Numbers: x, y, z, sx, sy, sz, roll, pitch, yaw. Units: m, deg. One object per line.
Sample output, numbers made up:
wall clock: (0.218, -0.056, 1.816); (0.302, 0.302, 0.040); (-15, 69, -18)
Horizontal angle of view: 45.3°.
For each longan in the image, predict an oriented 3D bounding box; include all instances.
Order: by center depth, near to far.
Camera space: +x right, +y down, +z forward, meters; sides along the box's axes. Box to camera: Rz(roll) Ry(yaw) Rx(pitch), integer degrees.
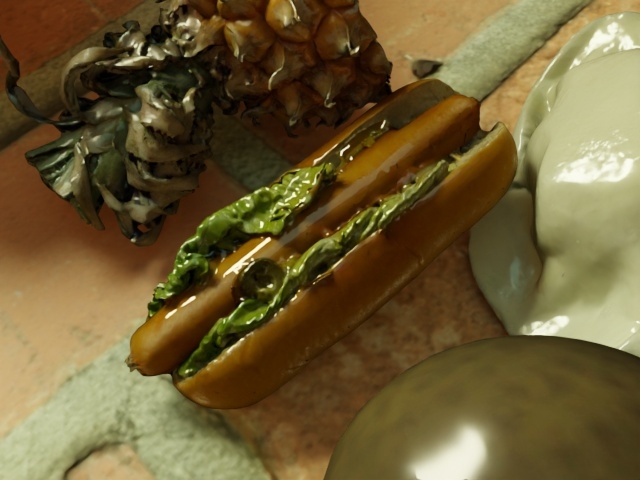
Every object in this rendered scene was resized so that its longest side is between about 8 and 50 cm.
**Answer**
longan: (0.122, 0.170, 0.413); (0.258, 0.258, 0.258); (0, 58, 0)

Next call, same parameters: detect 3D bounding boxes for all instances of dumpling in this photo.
dumpling: (0.238, -0.026, 0.613); (0.243, 0.187, 0.318); (-32, 43, 26)

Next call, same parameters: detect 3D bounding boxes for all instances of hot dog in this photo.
hot dog: (0.000, 0.000, 0.575); (0.337, 0.100, 0.135); (-38, 64, -9)

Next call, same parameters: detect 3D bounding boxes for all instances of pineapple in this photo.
pineapple: (-0.114, -0.123, 0.632); (0.272, 0.262, 0.262); (-42, 67, -5)
